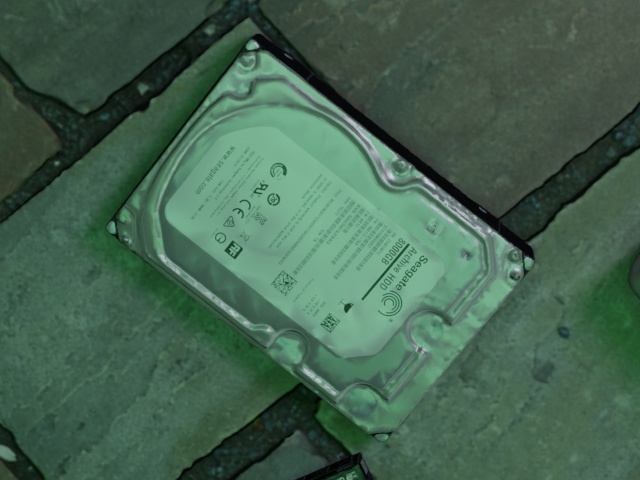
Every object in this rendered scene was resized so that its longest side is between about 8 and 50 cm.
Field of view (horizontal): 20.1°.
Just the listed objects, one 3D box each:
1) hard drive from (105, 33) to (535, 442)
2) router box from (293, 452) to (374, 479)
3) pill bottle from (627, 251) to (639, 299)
[{"bbox_3d":[0.000,0.000,1.697,0.339,0.064,0.237,39,103,-4],"label":"hard drive"},{"bbox_3d":[0.004,0.275,1.768,0.122,0.038,0.092,-25,100,10],"label":"router box"},{"bbox_3d":[0.438,0.102,1.619,0.176,0.176,0.318,-39,96,12],"label":"pill bottle"}]
